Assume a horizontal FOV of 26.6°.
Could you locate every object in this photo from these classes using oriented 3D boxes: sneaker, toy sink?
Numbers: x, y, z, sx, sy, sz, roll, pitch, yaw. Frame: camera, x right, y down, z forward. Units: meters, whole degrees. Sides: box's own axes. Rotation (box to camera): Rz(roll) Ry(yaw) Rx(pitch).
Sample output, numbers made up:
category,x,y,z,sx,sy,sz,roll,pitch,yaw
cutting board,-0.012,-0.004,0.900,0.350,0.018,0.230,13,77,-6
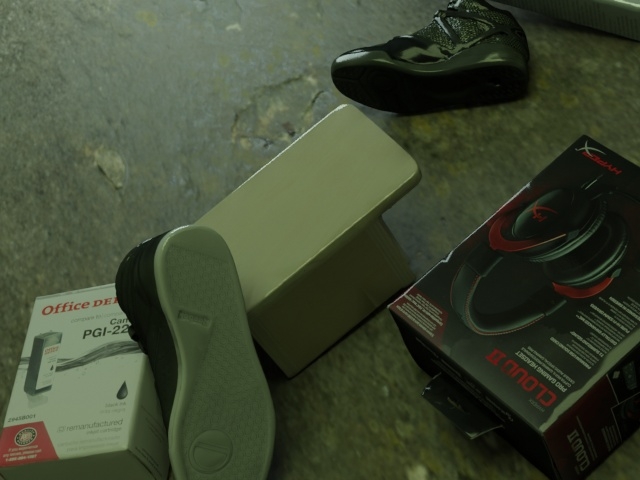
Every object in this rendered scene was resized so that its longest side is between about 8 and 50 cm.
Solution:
category,x,y,z,sx,sy,sz,roll,pitch,yaw
sneaker,-0.124,0.126,1.315,0.104,0.295,0.147,-12,9,-23
sneaker,0.128,-0.219,1.559,0.227,0.087,0.130,-5,48,18
toy sink,0.000,0.000,1.400,0.234,0.131,0.153,-40,46,-4

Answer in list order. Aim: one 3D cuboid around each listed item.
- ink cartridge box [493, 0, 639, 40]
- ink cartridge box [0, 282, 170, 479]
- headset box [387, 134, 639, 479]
category,x,y,z,sx,sy,sz,roll,pitch,yaw
ink cartridge box,0.308,-0.406,1.613,0.330,0.071,0.324,22,64,28
ink cartridge box,-0.231,0.155,1.407,0.158,0.092,0.218,-10,47,18
headset box,0.224,0.070,1.243,0.293,0.110,0.218,-40,47,-10
